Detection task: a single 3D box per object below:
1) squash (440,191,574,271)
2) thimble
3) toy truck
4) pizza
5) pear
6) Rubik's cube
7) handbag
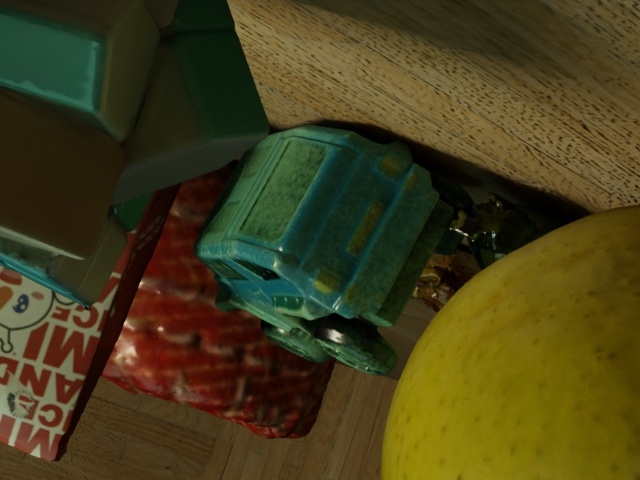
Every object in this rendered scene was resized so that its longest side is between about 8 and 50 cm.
[{"bbox_3d":[0.196,0.034,1.281,0.087,0.087,0.331,13,170,38],"label":"squash"},{"bbox_3d":[-0.136,0.045,1.648,0.350,0.231,0.350,19,175,2],"label":"thimble"},{"bbox_3d":[0.000,0.000,1.283,0.156,0.155,0.279,32,170,-15],"label":"toy truck"},{"bbox_3d":[0.131,0.044,1.609,0.127,0.058,0.246,13,173,35],"label":"pizza"},{"bbox_3d":[0.215,0.154,1.047,0.362,0.362,0.418,20,174,-7],"label":"pear"},{"bbox_3d":[-0.158,-0.082,0.818,0.265,0.224,0.213,24,171,6],"label":"Rubik's cube"},{"bbox_3d":[-0.216,0.009,1.295,0.171,0.298,0.151,19,172,1],"label":"handbag"}]
